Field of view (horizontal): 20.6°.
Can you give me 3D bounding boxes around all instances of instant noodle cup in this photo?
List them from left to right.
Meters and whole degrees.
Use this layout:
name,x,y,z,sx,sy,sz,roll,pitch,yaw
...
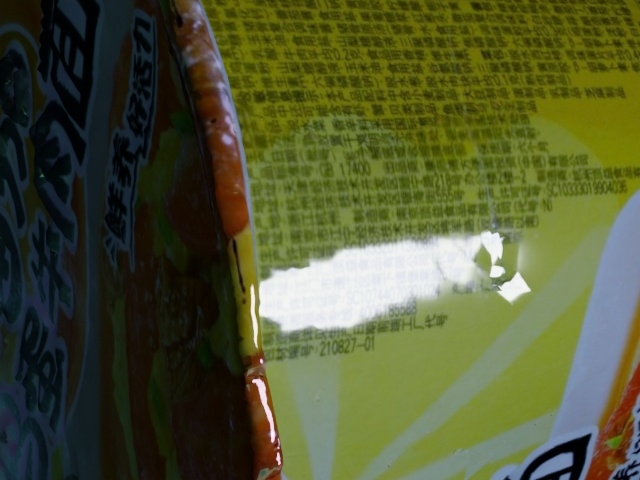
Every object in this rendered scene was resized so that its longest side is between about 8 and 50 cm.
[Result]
name,x,y,z,sx,sy,sz,roll,pitch,yaw
instant noodle cup,0.000,0.000,0.544,0.200,0.264,0.264,-8,142,-31
